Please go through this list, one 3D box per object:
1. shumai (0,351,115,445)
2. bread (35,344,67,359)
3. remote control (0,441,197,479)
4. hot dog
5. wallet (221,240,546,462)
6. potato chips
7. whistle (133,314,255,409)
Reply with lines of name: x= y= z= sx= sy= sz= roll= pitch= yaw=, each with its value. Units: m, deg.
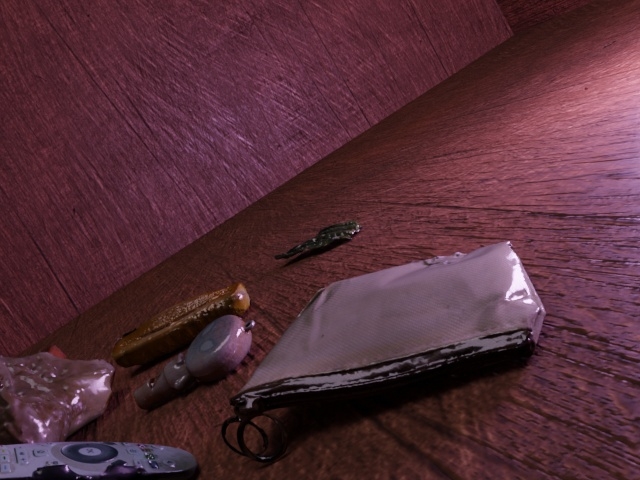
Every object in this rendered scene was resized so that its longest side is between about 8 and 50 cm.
shumai: x=-0.479 y=0.290 z=1.187 sx=0.346 sy=0.217 sz=0.283 roll=10 pitch=-6 yaw=33
bread: x=-0.559 y=0.299 z=1.410 sx=0.190 sy=0.123 sz=0.244 roll=-34 pitch=12 yaw=-20
remote control: x=-0.251 y=0.235 z=0.747 sx=0.256 sy=0.045 sz=0.097 roll=4 pitch=5 yaw=-25
hot dog: x=-0.253 y=0.159 z=1.350 sx=0.289 sy=0.068 sz=0.083 roll=-24 pitch=35 yaw=13
wallet: x=0.073 y=0.095 z=0.771 sx=0.335 sy=0.068 sz=0.275 roll=-19 pitch=19 yaw=24
potato chips: x=0.000 y=0.001 z=1.464 sx=0.207 sy=0.028 sz=0.092 roll=-20 pitch=15 yaw=41
whistle: x=-0.181 y=0.183 z=1.084 sx=0.220 sy=0.057 sz=0.107 roll=-34 pitch=24 yaw=10
